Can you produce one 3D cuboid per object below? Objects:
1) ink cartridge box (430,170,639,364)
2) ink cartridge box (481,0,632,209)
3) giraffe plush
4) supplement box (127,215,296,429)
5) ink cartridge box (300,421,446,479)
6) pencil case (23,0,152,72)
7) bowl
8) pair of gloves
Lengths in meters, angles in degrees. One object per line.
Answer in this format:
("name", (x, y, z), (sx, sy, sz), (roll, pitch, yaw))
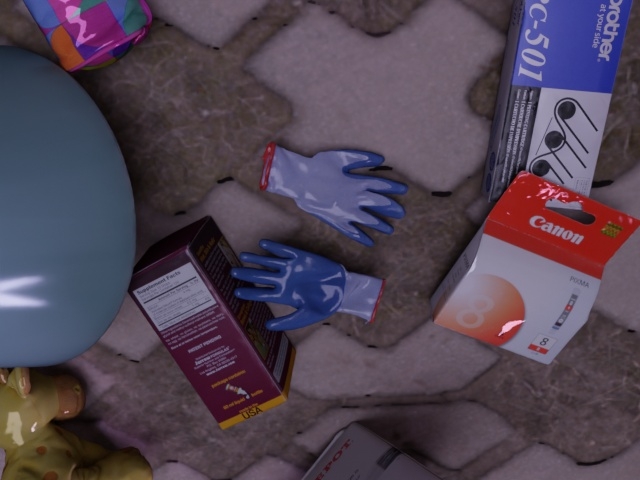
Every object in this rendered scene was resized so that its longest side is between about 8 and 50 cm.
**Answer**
("ink cartridge box", (0.216, 0.035, 0.681), (0.145, 0.045, 0.179), (21, 125, -12))
("ink cartridge box", (0.220, -0.137, 0.647), (0.097, 0.046, 0.207), (5, 109, -1))
("giraffe plush", (-0.308, 0.218, 0.740), (0.181, 0.210, 0.170), (-24, 77, 14))
("supplement box", (-0.108, 0.083, 0.703), (0.081, 0.104, 0.188), (-27, 106, 12))
("ink cartridge box", (0.055, 0.322, 0.657), (0.121, 0.289, 0.211), (45, 77, -13))
("pencil case", (-0.237, -0.267, 0.591), (0.104, 0.104, 0.236), (-23, 108, 9))
("bowl", (-0.333, -0.015, 0.588), (0.311, 0.163, 0.312), (5, 101, 23))
("pair of gloves", (0.000, 0.000, 0.682), (0.159, 0.023, 0.198), (15, 91, -11))
